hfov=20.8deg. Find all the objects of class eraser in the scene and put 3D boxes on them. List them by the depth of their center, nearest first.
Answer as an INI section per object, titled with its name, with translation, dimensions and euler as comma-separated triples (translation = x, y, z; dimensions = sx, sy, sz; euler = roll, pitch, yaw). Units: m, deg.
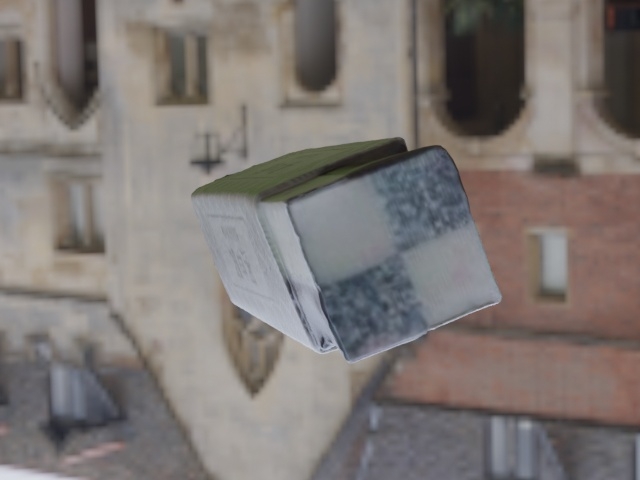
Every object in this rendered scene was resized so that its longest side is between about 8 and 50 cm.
[eraser]
translation = 0.000, 0.000, 1.059
dimensions = 0.096, 0.098, 0.404
euler = -22, -174, -9
